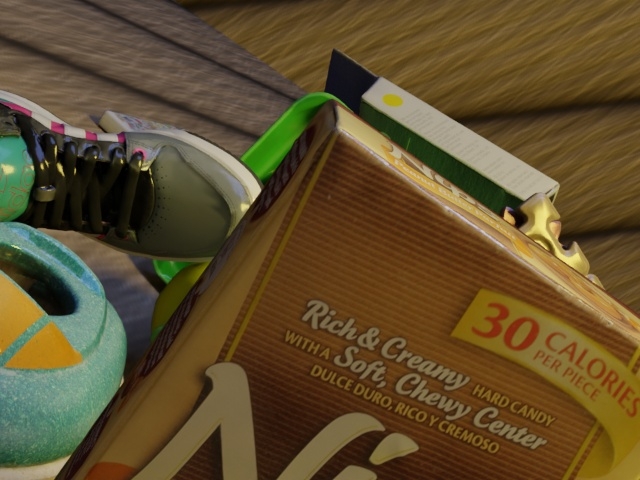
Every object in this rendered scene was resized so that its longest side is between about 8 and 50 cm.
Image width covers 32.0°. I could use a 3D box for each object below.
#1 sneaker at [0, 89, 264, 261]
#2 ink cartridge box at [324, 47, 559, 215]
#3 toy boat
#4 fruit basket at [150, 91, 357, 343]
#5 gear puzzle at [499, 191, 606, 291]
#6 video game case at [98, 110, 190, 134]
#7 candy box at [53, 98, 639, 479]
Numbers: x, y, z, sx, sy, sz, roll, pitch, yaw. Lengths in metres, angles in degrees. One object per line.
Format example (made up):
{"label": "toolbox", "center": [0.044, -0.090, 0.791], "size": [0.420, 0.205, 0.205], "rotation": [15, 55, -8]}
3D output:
{"label": "sneaker", "center": [-0.199, -0.041, 0.803], "size": [0.296, 0.123, 0.178], "rotation": [15, 17, 15]}
{"label": "ink cartridge box", "center": [0.083, -0.009, 1.239], "size": [0.307, 0.303, 0.072], "rotation": [34, 44, 25]}
{"label": "toy boat", "center": [-0.246, 0.014, 0.620], "size": [0.318, 0.148, 0.267], "rotation": [36, 13, -6]}
{"label": "fruit basket", "center": [0.012, 0.049, 0.991], "size": [0.392, 0.283, 0.392], "rotation": [44, -3, 3]}
{"label": "gear puzzle", "center": [0.090, 0.122, 0.861], "size": [0.175, 0.339, 0.044], "rotation": [56, -20, -9]}
{"label": "video game case", "center": [-0.157, -0.083, 1.461], "size": [0.227, 0.026, 0.206], "rotation": [41, 13, 18]}
{"label": "candy box", "center": [-0.013, 0.121, 0.482], "size": [0.183, 0.316, 0.087], "rotation": [34, 13, -10]}
